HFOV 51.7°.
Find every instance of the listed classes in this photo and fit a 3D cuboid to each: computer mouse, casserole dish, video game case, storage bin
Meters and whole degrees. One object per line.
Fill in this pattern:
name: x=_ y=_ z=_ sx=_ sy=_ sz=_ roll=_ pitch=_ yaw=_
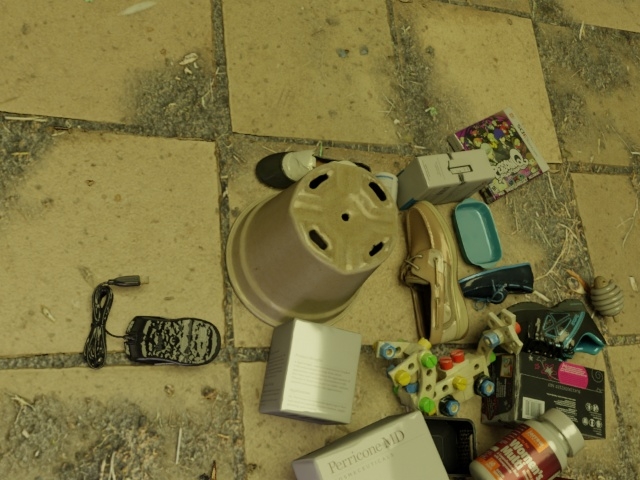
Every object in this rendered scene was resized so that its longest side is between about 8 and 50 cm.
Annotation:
computer mouse: x=-0.331 y=0.162 z=1.320 sx=0.261 sy=0.060 sz=0.184 roll=0 pitch=76 yaw=-10
casserole dish: x=0.395 y=-0.015 z=1.684 sx=0.114 sy=0.037 sz=0.189 roll=-7 pitch=74 yaw=-24
video game case: x=0.486 y=-0.234 z=1.793 sx=0.232 sy=0.042 sz=0.210 roll=-27 pitch=82 yaw=-27
storage bin: x=0.241 y=0.448 z=1.434 sx=0.180 sy=0.084 sz=0.122 roll=9 pitch=69 yaw=-20

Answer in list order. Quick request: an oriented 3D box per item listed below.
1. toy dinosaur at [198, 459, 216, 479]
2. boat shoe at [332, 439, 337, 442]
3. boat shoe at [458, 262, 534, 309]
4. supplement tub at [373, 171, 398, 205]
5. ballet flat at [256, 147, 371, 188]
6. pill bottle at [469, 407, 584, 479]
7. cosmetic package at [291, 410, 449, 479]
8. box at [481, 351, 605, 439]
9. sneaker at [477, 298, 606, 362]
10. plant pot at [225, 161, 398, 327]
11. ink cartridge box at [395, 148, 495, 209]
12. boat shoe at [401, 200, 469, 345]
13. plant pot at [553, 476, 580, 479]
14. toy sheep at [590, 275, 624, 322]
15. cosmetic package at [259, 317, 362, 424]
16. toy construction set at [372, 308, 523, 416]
toy dinosaur: x=-0.200 y=0.486 z=1.269 sx=0.090 sy=0.047 sz=0.082 roll=-46 pitch=111 yaw=-38
boat shoe: x=0.003 y=0.466 z=1.356 sx=0.137 sy=0.049 sz=0.043 roll=-38 pitch=47 yaw=-26
boat shoe: x=0.432 y=0.114 z=1.616 sx=0.258 sy=0.109 sz=0.089 roll=-10 pitch=80 yaw=-23
supplement tub: x=0.150 y=-0.104 z=1.596 sx=0.070 sy=0.071 sz=0.107 roll=16 pitch=67 yaw=-16
ballet flat: x=-0.007 y=-0.169 z=1.541 sx=0.280 sy=0.096 sz=0.095 roll=3 pitch=70 yaw=-21
pill bottle: x=0.428 y=0.451 z=1.367 sx=0.221 sy=0.121 sz=0.121 roll=-32 pitch=86 yaw=-12
cosmetic package: x=0.146 y=0.564 z=1.174 sx=0.229 sy=0.161 sz=0.454 roll=-18 pitch=77 yaw=-22
box: x=0.517 y=0.369 z=1.541 sx=0.247 sy=0.142 sz=0.164 roll=15 pitch=68 yaw=-15
sneaker: x=0.537 y=0.226 z=1.584 sx=0.340 sy=0.125 sz=0.140 roll=-7 pitch=46 yaw=-23
plant pot: x=0.000 y=0.000 z=1.367 sx=0.333 sy=0.305 sz=0.334 roll=7 pitch=70 yaw=-20
ink cartridge box: x=0.300 y=-0.150 z=1.629 sx=0.203 sy=0.148 sz=0.086 roll=-10 pitch=74 yaw=-26
boat shoe: x=0.252 y=0.072 z=1.547 sx=0.110 sy=0.121 sz=0.342 roll=-9 pitch=78 yaw=-23
plant pot: x=0.506 y=0.612 z=1.381 sx=0.272 sy=0.265 sz=0.273 roll=7 pitch=70 yaw=-20
toy sheep: x=0.760 y=0.155 z=1.747 sx=0.091 sy=0.091 sz=0.132 roll=-27 pitch=89 yaw=-27
cosmetic package: x=-0.021 y=0.271 z=1.347 sx=0.151 sy=0.151 sz=0.184 roll=16 pitch=69 yaw=-17
toy construction set: x=0.288 y=0.269 z=1.456 sx=0.327 sy=0.151 sz=0.215 roll=-18 pitch=104 yaw=-9
